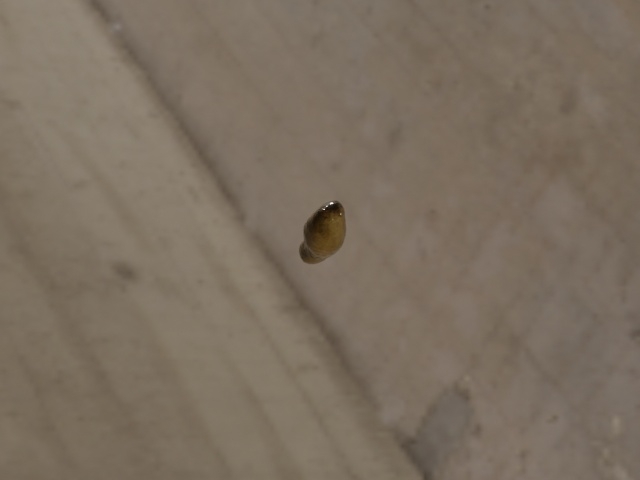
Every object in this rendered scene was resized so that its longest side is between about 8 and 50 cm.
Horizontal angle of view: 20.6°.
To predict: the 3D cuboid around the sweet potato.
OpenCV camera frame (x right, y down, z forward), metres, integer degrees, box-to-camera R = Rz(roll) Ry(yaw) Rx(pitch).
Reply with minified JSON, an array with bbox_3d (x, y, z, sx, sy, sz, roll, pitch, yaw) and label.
[{"bbox_3d":[0.000,0.000,1.009,0.115,0.026,0.026,122,-36,-75],"label":"sweet potato"}]
